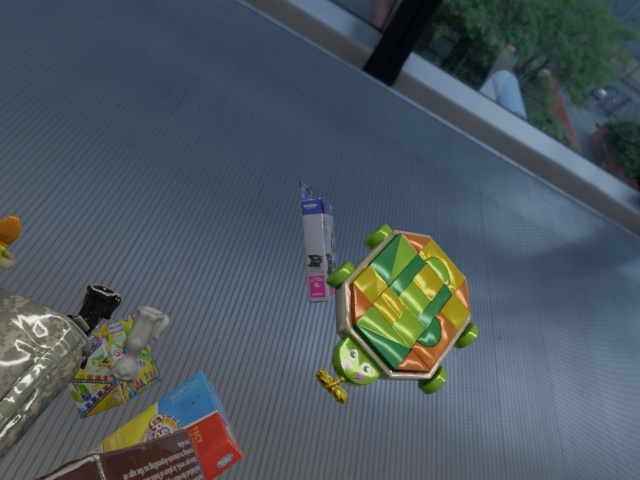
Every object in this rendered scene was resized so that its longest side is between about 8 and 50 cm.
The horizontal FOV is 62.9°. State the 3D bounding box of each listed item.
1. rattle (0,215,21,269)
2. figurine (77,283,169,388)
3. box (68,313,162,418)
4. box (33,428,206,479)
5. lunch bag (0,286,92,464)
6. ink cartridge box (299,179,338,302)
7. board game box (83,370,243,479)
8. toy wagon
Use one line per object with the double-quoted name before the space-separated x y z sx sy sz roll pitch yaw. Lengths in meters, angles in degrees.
"rattle" -0.830 -0.001 1.374 0.130 0.199 0.143 18 85 -5
"figurine" -0.519 0.246 1.306 0.215 0.092 0.209 25 87 -7
"box" -0.751 0.437 1.878 0.290 0.177 0.279 5 64 -82
"box" -0.134 0.376 0.443 0.381 0.143 0.191 61 0 16
"lunch bag" -0.510 0.220 0.748 0.305 0.256 0.212 -58 134 -41
"ink cartridge box" 0.000 0.000 1.380 0.186 0.065 0.311 1 81 -79
"board game box" -0.341 0.454 1.106 0.242 0.316 0.064 41 -16 56
"toy wagon" 0.129 0.138 0.907 0.267 0.068 0.344 48 56 -2
